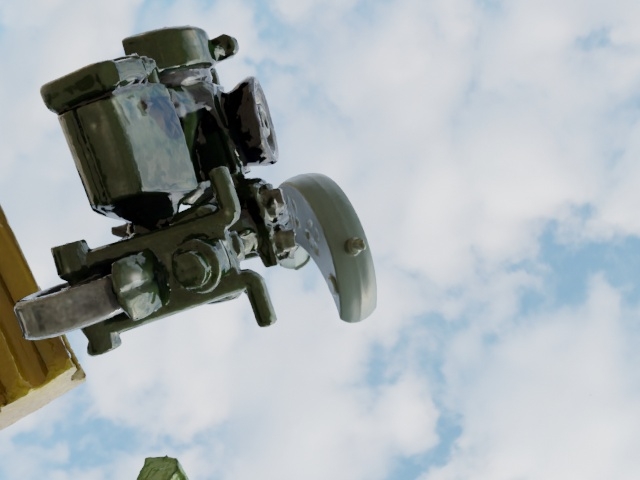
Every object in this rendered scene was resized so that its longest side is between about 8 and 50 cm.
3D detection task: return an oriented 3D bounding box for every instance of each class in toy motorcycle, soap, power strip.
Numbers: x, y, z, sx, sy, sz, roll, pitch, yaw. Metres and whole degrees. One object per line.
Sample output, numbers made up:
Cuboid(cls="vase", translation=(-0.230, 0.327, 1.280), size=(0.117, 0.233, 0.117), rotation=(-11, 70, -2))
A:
Cuboid(cls="toy motorcycle", translation=(-0.098, -0.048, 0.440), size=(0.127, 0.275, 0.205), rotation=(-14, -82, 16))
Cuboid(cls="soap", translation=(-0.471, 0.100, 0.873), size=(0.204, 0.096, 0.324), rotation=(-28, -110, -18))
Cuboid(cls="power strip", translation=(0.000, 0.000, 0.828), size=(0.054, 0.253, 0.167), rotation=(-17, -70, -19))

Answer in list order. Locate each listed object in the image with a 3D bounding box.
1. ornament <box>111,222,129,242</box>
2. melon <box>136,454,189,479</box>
Cuboid(cls="ornament", translation=(-0.303, 0.006, 1.223), size=(0.202, 0.236, 0.080), rotation=(16, -52, -3))
Cuboid(cls="melon", translation=(-0.119, 0.319, 0.547), size=(0.053, 0.114, 0.261), rotation=(-18, -96, 24))
